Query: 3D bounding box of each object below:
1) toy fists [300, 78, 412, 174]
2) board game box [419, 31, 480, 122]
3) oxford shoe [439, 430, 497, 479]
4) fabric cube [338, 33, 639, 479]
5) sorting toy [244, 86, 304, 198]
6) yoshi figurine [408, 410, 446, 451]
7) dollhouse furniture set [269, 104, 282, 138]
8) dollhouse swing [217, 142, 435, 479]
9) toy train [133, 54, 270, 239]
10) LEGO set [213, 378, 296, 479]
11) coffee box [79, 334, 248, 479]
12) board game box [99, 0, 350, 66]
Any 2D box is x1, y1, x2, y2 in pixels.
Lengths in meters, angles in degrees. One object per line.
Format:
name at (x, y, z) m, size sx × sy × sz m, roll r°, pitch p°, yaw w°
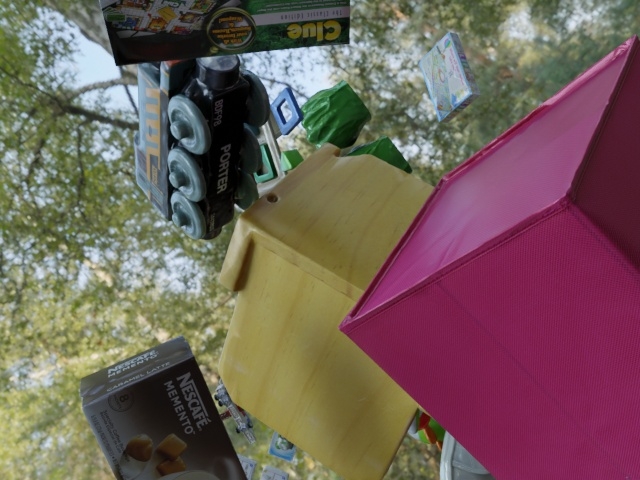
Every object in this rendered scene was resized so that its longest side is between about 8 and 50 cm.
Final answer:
toy fists at (0.067, -0.204, 1.478) m, size 0.142 × 0.279 × 0.096 m, roll -37°, pitch 3°, yaw -2°
board game box at (0.267, -0.338, 1.412) m, size 0.026 × 0.154 × 0.103 m, roll 0°, pitch -24°, yaw -33°
oxford shoe at (0.317, 0.364, 1.227) m, size 0.169 × 0.449 × 0.130 m, roll 32°, pitch -33°, yaw -33°
fabric cube at (0.223, 0.043, 0.574) m, size 0.259 × 0.258 × 0.254 m, roll -39°, pitch 10°, yaw 49°
sorting toy at (-0.142, -0.166, 1.254) m, size 0.047 × 0.196 × 0.347 m, roll -16°, pitch 2°, yaw -36°
yoshi figurine at (0.164, 0.270, 1.306) m, size 0.362 × 0.203 × 0.203 m, roll 41°, pitch -115°, yaw -39°
dollhouse furniture set at (-0.183, -0.245, 1.499) m, size 0.183 × 0.129 × 0.129 m, roll -38°, pitch 14°, yaw 3°
dollhouse swing at (0.058, 0.109, 0.995) m, size 0.315 × 0.346 × 0.305 m, roll -45°, pitch -24°, yaw -40°
toy train at (-0.178, -0.144, 0.936) m, size 0.142 × 0.190 × 0.334 m, roll -33°, pitch -25°, yaw -31°
LEGO set at (-0.129, 0.369, 1.293) m, size 0.060 × 0.182 × 0.244 m, roll -56°, pitch -16°, yaw -70°
coffee box at (-0.182, 0.262, 0.842) m, size 0.141 × 0.247 × 0.098 m, roll -22°, pitch 15°, yaw -14°
board game box at (-0.096, -0.259, 0.707) m, size 0.259 × 0.030 × 0.136 m, roll -7°, pitch -48°, yaw -7°
